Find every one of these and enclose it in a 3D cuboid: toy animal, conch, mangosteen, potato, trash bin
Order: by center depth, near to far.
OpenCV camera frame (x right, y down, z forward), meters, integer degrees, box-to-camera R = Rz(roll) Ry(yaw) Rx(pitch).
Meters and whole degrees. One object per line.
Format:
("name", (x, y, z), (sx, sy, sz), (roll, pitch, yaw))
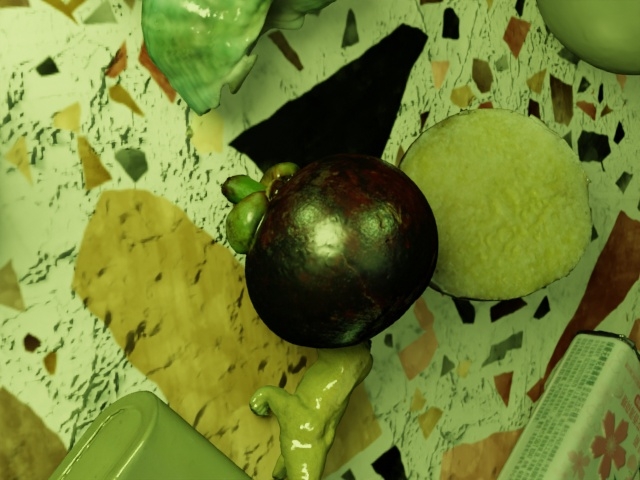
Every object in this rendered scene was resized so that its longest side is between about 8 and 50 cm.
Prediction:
("trash bin", (-0.153, 0.303, 0.861), (0.243, 0.121, 0.247), (-53, 122, -24))
("conch", (-0.060, -0.261, 0.864), (0.196, 0.220, 0.277), (12, 58, -7))
("mangosteen", (0.012, 0.002, 0.936), (0.216, 0.216, 0.216), (-4, 96, -41))
("toy animal", (-0.005, 0.182, 0.981), (0.103, 0.101, 0.218), (49, 59, -35))
("potato", (0.192, -0.044, 1.133), (0.299, 0.116, 0.239), (-11, 95, -29))

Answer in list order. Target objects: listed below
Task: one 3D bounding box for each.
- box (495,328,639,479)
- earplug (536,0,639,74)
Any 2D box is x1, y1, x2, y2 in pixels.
("box", (0.369, 0.322, 1.322), (0.369, 0.112, 0.190), (-53, 124, -27))
("earplug", (0.400, -0.412, 1.160), (0.313, 0.313, 0.394), (-40, 120, -32))
